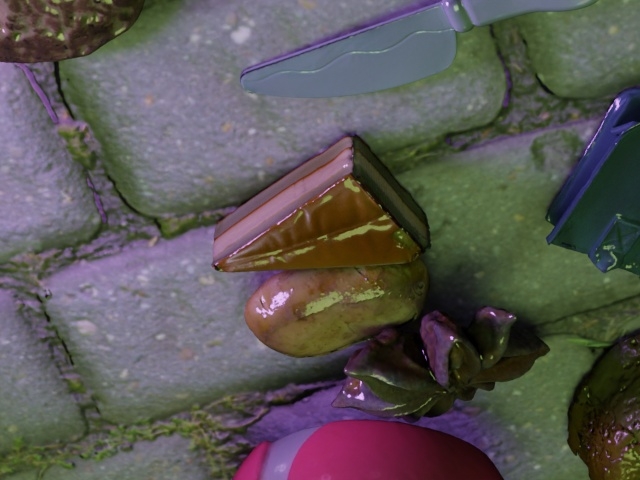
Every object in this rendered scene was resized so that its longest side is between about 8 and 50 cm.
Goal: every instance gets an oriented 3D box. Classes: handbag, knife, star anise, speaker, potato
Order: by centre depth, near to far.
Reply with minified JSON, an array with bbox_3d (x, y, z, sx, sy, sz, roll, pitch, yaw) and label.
[{"bbox_3d":[0.089,-0.172,1.518,0.331,0.044,0.080,-21,131,22],"label":"knife"},{"bbox_3d":[0.329,-0.025,1.608,0.229,0.062,0.179,18,127,-13],"label":"handbag"},{"bbox_3d":[0.017,0.053,1.649,0.170,0.080,0.107,-23,140,13],"label":"potato"},{"bbox_3d":[0.100,0.115,1.660,0.196,0.073,0.212,-23,161,12],"label":"star anise"},{"bbox_3d":[0.040,0.296,1.728,0.294,0.294,0.294,0,126,0],"label":"speaker"}]

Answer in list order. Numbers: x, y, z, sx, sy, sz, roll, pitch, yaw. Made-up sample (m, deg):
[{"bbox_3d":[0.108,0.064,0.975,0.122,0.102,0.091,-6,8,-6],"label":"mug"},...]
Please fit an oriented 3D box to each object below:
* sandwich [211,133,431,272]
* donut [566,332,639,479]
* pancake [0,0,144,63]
[{"bbox_3d":[0.000,0.000,1.613,0.163,0.079,0.113,-33,118,21],"label":"sandwich"},{"bbox_3d":[0.377,0.203,1.746,0.272,0.107,0.272,-1,128,-1],"label":"donut"},{"bbox_3d":[-0.236,-0.241,1.470,0.211,0.029,0.235,19,124,-14],"label":"pancake"}]
